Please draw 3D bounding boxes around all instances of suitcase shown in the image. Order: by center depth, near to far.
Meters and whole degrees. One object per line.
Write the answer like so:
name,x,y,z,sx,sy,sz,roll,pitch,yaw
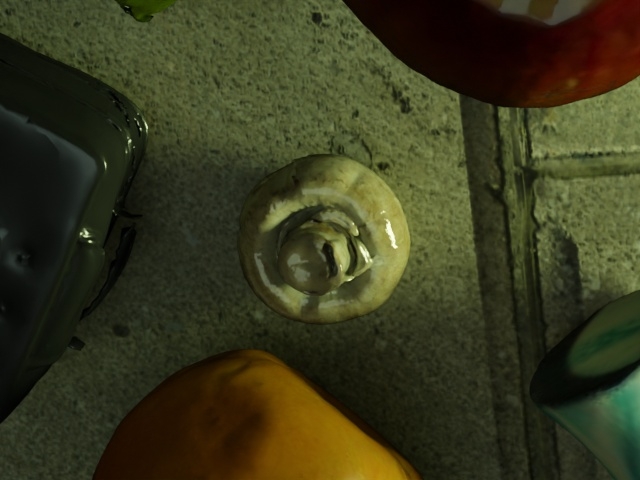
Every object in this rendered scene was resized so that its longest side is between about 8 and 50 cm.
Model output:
suitcase,-0.353,-0.025,1.908,0.339,0.188,0.345,28,111,5

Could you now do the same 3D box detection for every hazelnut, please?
hazelnut,0.147,-0.306,1.617,0.359,0.359,0.409,-31,100,21

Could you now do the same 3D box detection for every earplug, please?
earplug,0.354,0.216,1.826,0.185,0.185,0.324,-30,104,21

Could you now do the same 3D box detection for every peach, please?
peach,-0.064,0.280,1.849,0.343,0.343,0.302,39,91,-1

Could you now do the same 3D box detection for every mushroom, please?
mushroom,0.000,0.000,1.861,0.166,0.127,0.166,3,102,13

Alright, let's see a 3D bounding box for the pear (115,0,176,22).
pear,-0.172,-0.353,1.756,0.292,0.159,0.292,-9,74,33
